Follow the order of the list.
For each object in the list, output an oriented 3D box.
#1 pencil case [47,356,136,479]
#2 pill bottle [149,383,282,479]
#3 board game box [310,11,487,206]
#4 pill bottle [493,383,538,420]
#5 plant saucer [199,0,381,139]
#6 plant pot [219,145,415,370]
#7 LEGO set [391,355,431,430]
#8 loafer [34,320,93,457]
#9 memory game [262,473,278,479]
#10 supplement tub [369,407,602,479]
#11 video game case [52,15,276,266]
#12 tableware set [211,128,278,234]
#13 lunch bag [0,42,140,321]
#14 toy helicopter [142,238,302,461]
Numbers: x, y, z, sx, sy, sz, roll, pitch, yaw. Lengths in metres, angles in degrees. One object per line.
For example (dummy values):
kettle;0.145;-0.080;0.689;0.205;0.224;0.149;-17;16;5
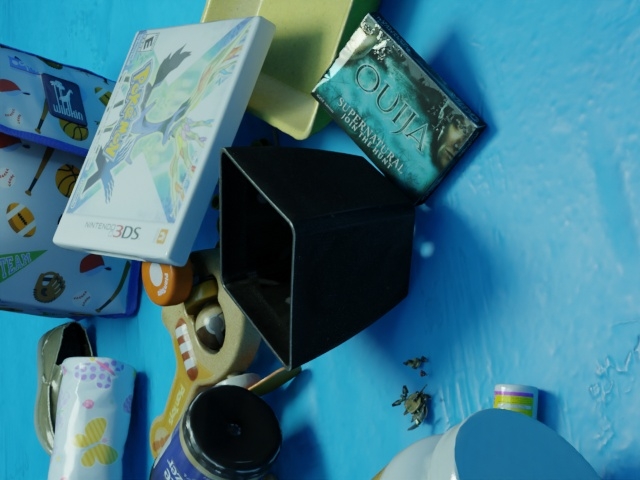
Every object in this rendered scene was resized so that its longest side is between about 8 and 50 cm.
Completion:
pencil case;-0.334;0.303;1.811;0.124;0.113;0.273;137;140;-64
pill bottle;-0.138;0.279;1.537;0.219;0.123;0.123;-58;40;46
board game box;0.084;-0.147;1.405;0.186;0.026;0.126;48;123;18
pill bottle;0.189;0.183;1.229;0.043;0.043;0.083;-6;76;52
plant saucer;-0.022;-0.318;1.607;0.333;0.081;0.333;33;108;52
plant pot;0.000;0.000;1.395;0.187;0.167;0.188;46;144;47
LEGO set;0.106;0.168;1.368;0.054;0.023;0.083;4;71;51
loafer;-0.388;0.229;1.938;0.087;0.094;0.251;-50;45;39
memory game;-0.096;0.370;1.586;0.186;0.012;0.186;-18;68;50
supplement tub;0.106;0.320;1.152;0.316;0.228;0.228;-49;46;34
video game case;-0.211;-0.133;1.642;0.300;0.036;0.329;6;72;51
tableware set;-0.102;-0.075;1.697;0.154;0.024;0.104;-38;53;41
lunch bag;-0.433;-0.089;1.885;0.239;0.328;0.385;-7;74;47
toy helicopter;-0.147;0.177;1.640;0.235;0.140;0.355;48;130;37
